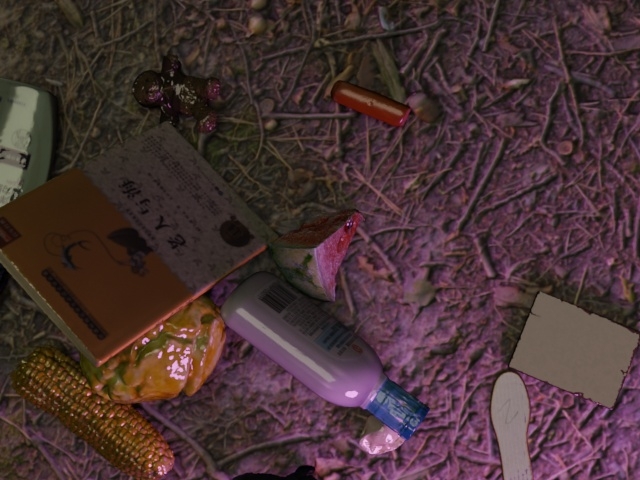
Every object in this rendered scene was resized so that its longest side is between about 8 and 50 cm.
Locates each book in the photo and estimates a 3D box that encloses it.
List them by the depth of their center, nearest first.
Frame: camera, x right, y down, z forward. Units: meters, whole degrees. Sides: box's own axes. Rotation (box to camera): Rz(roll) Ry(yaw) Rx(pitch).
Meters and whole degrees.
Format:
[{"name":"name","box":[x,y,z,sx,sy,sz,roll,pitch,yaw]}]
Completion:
[{"name":"book","box":[-0.270,-0.011,1.599,0.269,0.032,0.389,46,48,8]}]

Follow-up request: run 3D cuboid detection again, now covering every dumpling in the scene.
[{"name":"dumpling","box":[0.098,0.291,1.676,0.052,0.057,0.076,1,49,39]}]

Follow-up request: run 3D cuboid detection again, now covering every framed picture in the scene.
[{"name":"framed picture","box":[0.388,0.167,1.669,0.168,0.023,0.128,22,85,8]}]

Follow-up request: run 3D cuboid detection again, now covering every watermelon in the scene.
[{"name":"watermelon","box":[-0.013,0.001,1.688,0.098,0.121,0.158,19,81,29]}]

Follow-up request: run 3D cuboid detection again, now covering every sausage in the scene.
[{"name":"sausage","box":[0.077,-0.218,1.734,0.131,0.041,0.039,22,107,8]}]

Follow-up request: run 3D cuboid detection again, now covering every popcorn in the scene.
[{"name":"popcorn","box":[-0.251,0.154,1.640,0.221,0.204,0.183,-18,72,-20]}]

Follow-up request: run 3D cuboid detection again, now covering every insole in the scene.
[{"name":"insole","box":[0.294,0.293,1.672,0.064,0.004,0.188,-6,82,6]}]

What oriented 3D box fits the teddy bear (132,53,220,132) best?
[{"name":"teddy bear","box":[-0.221,-0.235,1.753,0.160,0.078,0.119,16,107,23]}]

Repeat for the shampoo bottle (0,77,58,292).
[{"name":"shampoo bottle","box":[-0.511,-0.074,1.755,0.134,0.078,0.359,14,84,3]}]

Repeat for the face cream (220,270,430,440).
[{"name":"face cream","box":[0.012,0.174,1.638,0.337,0.163,0.080,36,112,8]}]

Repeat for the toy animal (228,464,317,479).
[{"name":"toy animal","box":[-0.048,0.375,1.647,0.220,0.108,0.062,-2,86,40]}]

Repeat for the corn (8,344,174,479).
[{"name":"corn","box":[-0.348,0.269,1.688,0.292,0.101,0.101,37,88,9]}]
